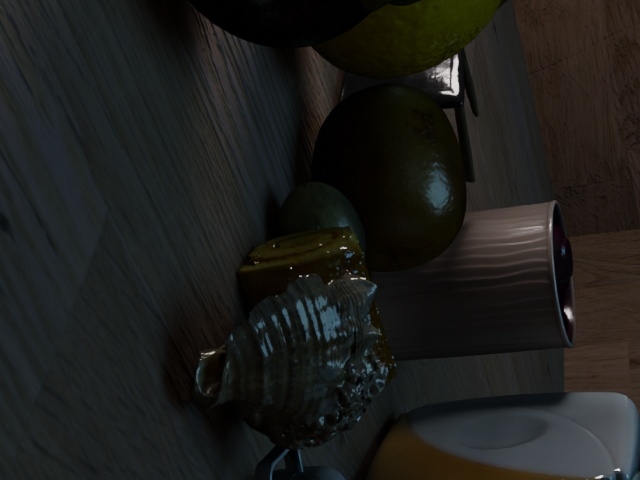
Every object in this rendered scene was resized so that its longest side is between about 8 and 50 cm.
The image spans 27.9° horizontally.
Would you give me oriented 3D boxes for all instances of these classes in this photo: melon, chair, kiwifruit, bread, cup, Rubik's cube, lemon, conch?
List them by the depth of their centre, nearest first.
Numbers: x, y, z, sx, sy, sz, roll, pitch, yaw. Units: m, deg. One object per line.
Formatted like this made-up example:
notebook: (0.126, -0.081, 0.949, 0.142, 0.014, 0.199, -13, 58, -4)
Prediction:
conch: (-0.029, 0.105, 1.177, 0.245, 0.163, 0.178, 1, 109, -57)
cup: (-0.032, 0.259, 1.209, 0.129, 0.095, 0.128, -21, 103, -72)
bread: (-0.003, 0.080, 1.337, 0.103, 0.132, 0.172, -87, 162, -69)
melon: (0.000, 0.000, 1.416, 0.098, 0.098, 0.130, -45, 122, -69)
lemon: (0.081, -0.326, 1.513, 0.293, 0.293, 0.293, -7, 90, -73)
kiwifruit: (0.081, -0.080, 1.566, 0.196, 0.196, 0.234, 53, 34, -59)
Rubik's cube: (0.258, 0.409, 1.669, 0.347, 0.352, 0.351, -41, 120, -70)
chair: (0.113, -0.218, 1.744, 0.166, 0.188, 0.272, -81, 160, -46)
cup: (0.228, 0.043, 1.852, 0.288, 0.273, 0.208, -73, 151, -54)

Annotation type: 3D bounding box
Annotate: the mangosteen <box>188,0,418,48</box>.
mangosteen: (-0.013, -0.325, 1.179, 0.300, 0.300, 0.300, -7, 90, -73)

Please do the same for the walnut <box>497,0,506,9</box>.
walnut: (0.185, -0.488, 1.922, 0.344, 0.306, 0.306, 27, 58, -62)
